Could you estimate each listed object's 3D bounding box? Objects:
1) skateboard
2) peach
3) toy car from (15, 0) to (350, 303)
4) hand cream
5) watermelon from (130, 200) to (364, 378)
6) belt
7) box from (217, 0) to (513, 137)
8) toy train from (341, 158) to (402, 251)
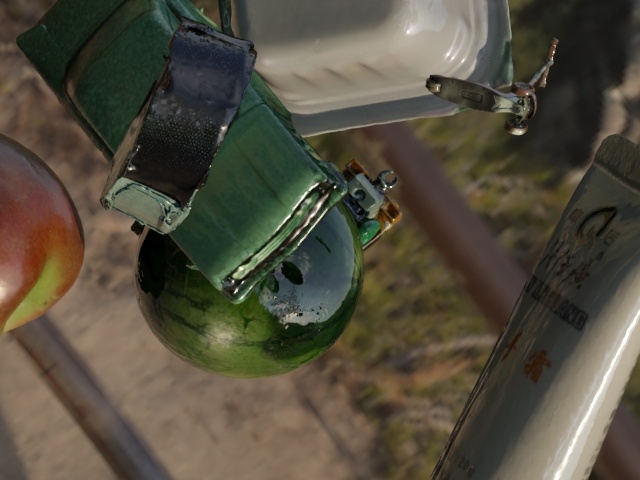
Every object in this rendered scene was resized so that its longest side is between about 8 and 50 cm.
[{"bbox_3d":[0.103,-0.093,1.066,0.063,0.032,0.083,18,30,19],"label":"skateboard"},{"bbox_3d":[-0.378,-0.003,1.944,0.252,0.252,0.252,25,46,-29],"label":"peach"},{"bbox_3d":[-0.119,-0.100,1.464,0.321,0.141,0.097,50,10,30],"label":"toy car"},{"bbox_3d":[0.144,0.091,1.133,0.089,0.314,0.139,22,6,-20],"label":"hand cream"},{"bbox_3d":[-0.075,0.027,1.935,0.242,0.242,0.242,25,46,-29],"label":"watermelon"},{"bbox_3d":[-0.084,-0.066,1.124,0.058,0.140,0.105,24,37,-10],"label":"belt"},{"bbox_3d":[0.008,-0.263,1.552,0.106,0.264,0.337,8,74,-67],"label":"box"},{"bbox_3d":[0.000,0.000,2.152,0.091,0.227,0.136,49,-5,13],"label":"toy train"}]
